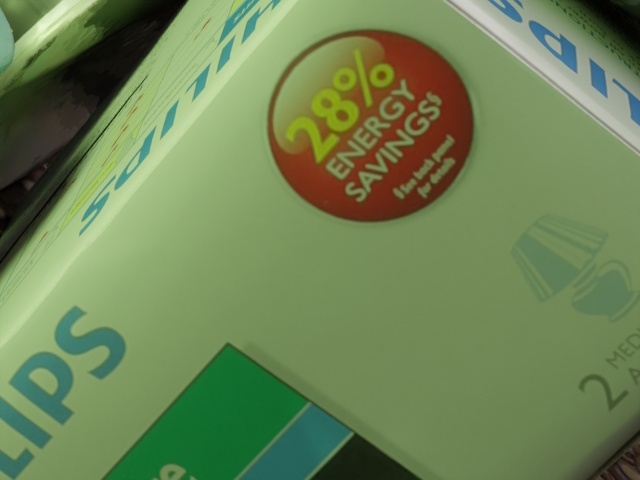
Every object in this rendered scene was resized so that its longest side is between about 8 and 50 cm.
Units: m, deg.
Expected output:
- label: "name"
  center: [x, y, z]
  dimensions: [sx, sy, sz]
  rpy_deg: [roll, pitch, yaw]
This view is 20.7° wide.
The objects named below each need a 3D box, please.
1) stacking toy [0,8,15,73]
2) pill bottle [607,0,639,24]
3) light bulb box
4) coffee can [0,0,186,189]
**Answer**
- label: "stacking toy"
  center: [-0.271, -0.146, 0.714]
  dimensions: [0.309, 0.130, 0.279]
  rpy_deg: [43, 17, -4]
- label: "pill bottle"
  center: [0.125, -0.185, 0.688]
  dimensions: [0.283, 0.161, 0.161]
  rpy_deg: [30, 24, -22]
- label: "light bulb box"
  center: [0.000, 0.000, 0.837]
  dimensions: [0.225, 0.358, 0.361]
  rpy_deg: [37, 22, -13]
- label: "coffee can"
  center: [-0.227, -0.189, 1.001]
  dimensions: [0.275, 0.201, 0.201]
  rpy_deg: [47, 20, 5]
